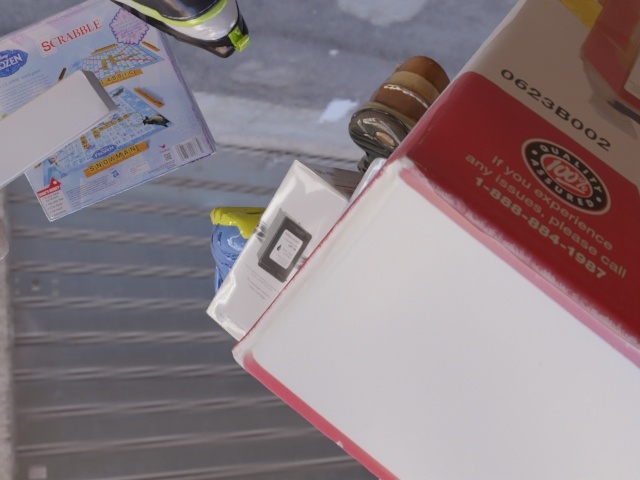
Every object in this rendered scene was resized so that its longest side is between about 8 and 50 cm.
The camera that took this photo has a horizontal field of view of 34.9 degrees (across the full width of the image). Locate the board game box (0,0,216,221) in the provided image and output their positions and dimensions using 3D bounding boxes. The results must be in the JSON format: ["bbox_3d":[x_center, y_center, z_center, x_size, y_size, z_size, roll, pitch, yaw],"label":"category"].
[{"bbox_3d":[-0.385,-0.236,1.731,0.319,0.318,0.066,-22,-161,3],"label":"board game box"}]

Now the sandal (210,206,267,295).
[{"bbox_3d":[-0.083,0.034,1.311,0.126,0.138,0.317,3,170,-2],"label":"sandal"}]

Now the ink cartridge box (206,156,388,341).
[{"bbox_3d":[0.000,0.000,0.802,0.180,0.060,0.104,-58,154,14],"label":"ink cartridge box"}]

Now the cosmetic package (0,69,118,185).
[{"bbox_3d":[-0.343,-0.102,1.127,0.239,0.060,0.099,-33,-168,0],"label":"cosmetic package"}]

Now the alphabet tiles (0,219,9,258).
[{"bbox_3d":[-0.534,-0.002,1.235,0.284,0.278,0.021,-20,-169,-27],"label":"alphabet tiles"}]

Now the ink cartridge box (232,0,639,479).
[{"bbox_3d":[0.178,0.000,0.565,0.160,0.279,0.384,-53,178,41],"label":"ink cartridge box"}]

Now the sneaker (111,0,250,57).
[{"bbox_3d":[-0.143,-0.219,0.914,0.084,0.235,0.097,-44,136,-6],"label":"sneaker"}]

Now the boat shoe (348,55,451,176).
[{"bbox_3d":[0.117,-0.118,1.183,0.123,0.120,0.324,30,174,10],"label":"boat shoe"}]
